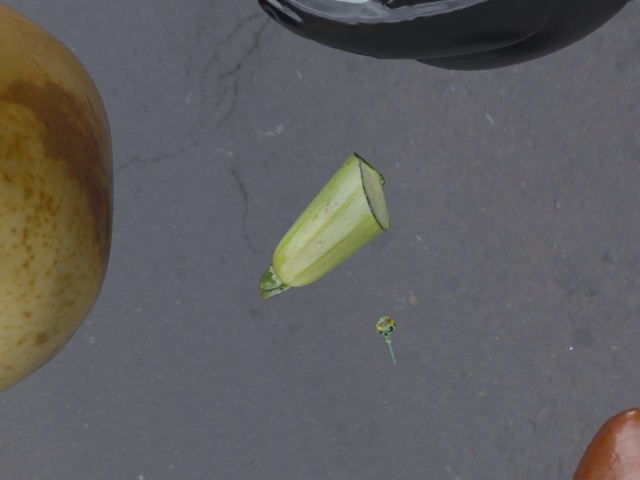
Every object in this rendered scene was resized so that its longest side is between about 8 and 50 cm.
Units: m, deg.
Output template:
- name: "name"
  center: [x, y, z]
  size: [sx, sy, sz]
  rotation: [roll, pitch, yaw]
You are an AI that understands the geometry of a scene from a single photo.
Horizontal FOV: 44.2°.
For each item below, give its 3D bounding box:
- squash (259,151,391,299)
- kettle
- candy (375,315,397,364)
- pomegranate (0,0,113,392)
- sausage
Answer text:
- name: "squash"
  center: [0.005, 0.006, 1.265]
  size: [0.137, 0.137, 0.287]
  rotation: [45, 98, 18]
- name: "kettle"
  center: [0.054, -0.211, 0.429]
  size: [0.221, 0.161, 0.236]
  rotation: [-12, 73, 5]
- name: "candy"
  center: [0.090, 0.130, 1.012]
  size: [0.023, 0.083, 0.025]
  rotation: [9, 44, 36]
- name: "pomegranate"
  center: [-0.374, -0.032, 0.669]
  size: [0.417, 0.417, 0.416]
  rotation: [-2, 82, 17]
- name: "sausage"
  center: [0.347, 0.318, 0.904]
  size: [0.133, 0.133, 0.258]
  rotation: [20, 82, 19]
